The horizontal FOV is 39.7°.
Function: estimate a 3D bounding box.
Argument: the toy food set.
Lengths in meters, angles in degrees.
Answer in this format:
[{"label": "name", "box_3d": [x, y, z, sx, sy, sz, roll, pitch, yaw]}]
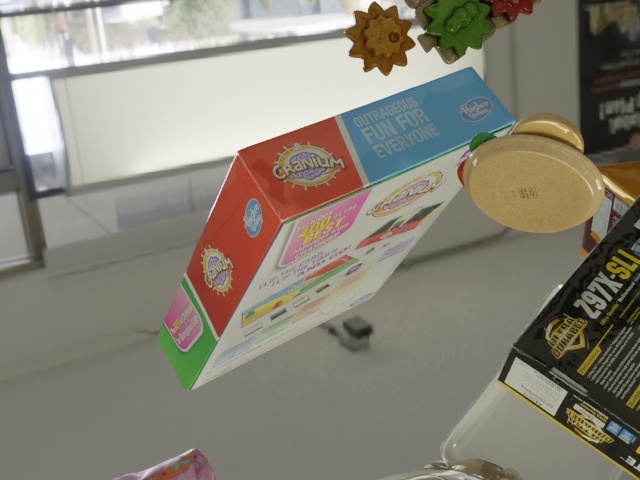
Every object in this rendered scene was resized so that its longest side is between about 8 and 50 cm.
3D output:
[{"label": "toy food set", "box_3d": [0.120, -0.034, 0.508, 0.082, 0.083, 0.020, -14, -137, 42]}]

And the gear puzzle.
[{"label": "gear puzzle", "box_3d": [0.165, -0.315, 1.044, 0.338, 0.176, 0.044, -36, -173, -11]}]

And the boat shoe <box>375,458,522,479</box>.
[{"label": "boat shoe", "box_3d": [0.111, 0.212, 0.671, 0.103, 0.113, 0.302, -18, 178, -23]}]

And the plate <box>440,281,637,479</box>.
[{"label": "plate", "box_3d": [0.309, 0.242, 1.121, 0.278, 0.277, 0.045, -50, -167, -17]}]

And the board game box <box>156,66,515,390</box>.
[{"label": "board game box", "box_3d": [0.000, 0.000, 0.783, 0.242, 0.064, 0.316, -24, 161, -33]}]

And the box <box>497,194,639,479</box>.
[{"label": "box", "box_3d": [0.395, 0.111, 0.992, 0.257, 0.079, 0.322, 33, -125, 23]}]

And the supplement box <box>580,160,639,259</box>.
[{"label": "supplement box", "box_3d": [0.595, -0.017, 1.631, 0.129, 0.194, 0.191, -9, -149, -13]}]

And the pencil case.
[{"label": "pencil case", "box_3d": [-0.306, 0.438, 1.434, 0.284, 0.124, 0.124, -22, -163, 1]}]
